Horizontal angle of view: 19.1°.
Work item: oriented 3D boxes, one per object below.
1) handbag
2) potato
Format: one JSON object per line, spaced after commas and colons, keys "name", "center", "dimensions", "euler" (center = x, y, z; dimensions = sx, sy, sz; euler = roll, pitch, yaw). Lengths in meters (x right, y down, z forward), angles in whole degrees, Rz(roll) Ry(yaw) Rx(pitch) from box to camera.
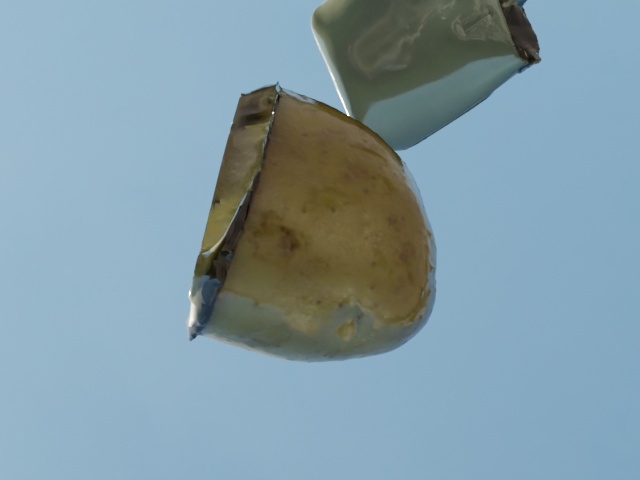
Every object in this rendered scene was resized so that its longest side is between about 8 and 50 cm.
{"name": "handbag", "center": [0.127, -0.252, 2.047], "dimensions": [0.109, 0.315, 0.241], "euler": [-9, -112, -41]}
{"name": "potato", "center": [0.000, 0.000, 1.723], "dimensions": [0.242, 0.242, 0.285], "euler": [22, -156, -9]}
